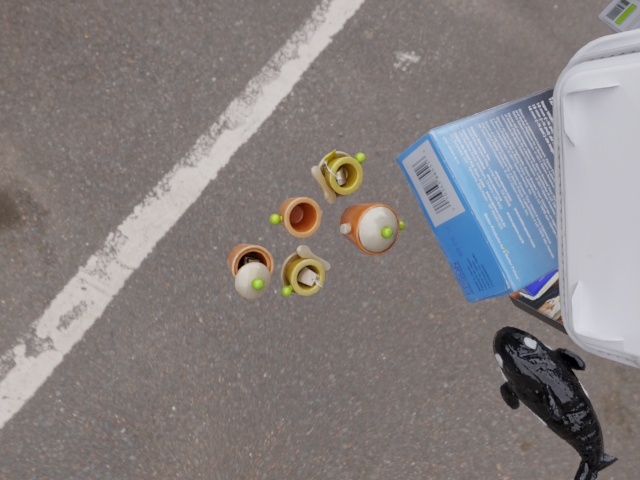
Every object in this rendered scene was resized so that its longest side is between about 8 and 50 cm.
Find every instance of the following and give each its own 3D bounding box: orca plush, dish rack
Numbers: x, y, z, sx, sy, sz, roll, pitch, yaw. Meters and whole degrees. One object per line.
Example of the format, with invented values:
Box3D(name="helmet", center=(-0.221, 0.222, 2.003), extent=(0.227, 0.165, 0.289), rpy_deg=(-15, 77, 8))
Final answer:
Box3D(name="orca plush", center=(0.378, 0.283, 0.900), extent=(0.102, 0.151, 0.287), rpy_deg=(-24, 92, -63))
Box3D(name="dish rack", center=(0.322, -0.020, 0.465), extent=(0.072, 0.285, 0.333), rpy_deg=(-16, 104, -31))

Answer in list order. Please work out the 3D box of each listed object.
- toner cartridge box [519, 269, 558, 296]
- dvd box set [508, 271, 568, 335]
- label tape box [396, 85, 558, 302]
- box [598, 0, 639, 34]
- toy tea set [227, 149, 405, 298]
Box3D(name="toner cartridge box", center=(0.503, -0.064, 1.167), extent=(0.165, 0.075, 0.348), rpy_deg=(43, 90, -7))
Box3D(name="dvd box set", center=(0.889, 0.122, 1.831), extent=(0.420, 0.307, 0.062), rpy_deg=(-37, 110, -4))
Box3D(name="label tape box", center=(0.314, -0.084, 0.809), extent=(0.333, 0.106, 0.241), rpy_deg=(-22, 83, -25))
Box3D(name="box", center=(0.538, -0.316, 0.819), extent=(0.203, 0.114, 0.103), rpy_deg=(17, 36, -38))
Box3D(name="toy tea set", center=(0.000, 0.000, 0.959), extent=(0.336, 0.124, 0.200), rpy_deg=(-43, 116, -12))
